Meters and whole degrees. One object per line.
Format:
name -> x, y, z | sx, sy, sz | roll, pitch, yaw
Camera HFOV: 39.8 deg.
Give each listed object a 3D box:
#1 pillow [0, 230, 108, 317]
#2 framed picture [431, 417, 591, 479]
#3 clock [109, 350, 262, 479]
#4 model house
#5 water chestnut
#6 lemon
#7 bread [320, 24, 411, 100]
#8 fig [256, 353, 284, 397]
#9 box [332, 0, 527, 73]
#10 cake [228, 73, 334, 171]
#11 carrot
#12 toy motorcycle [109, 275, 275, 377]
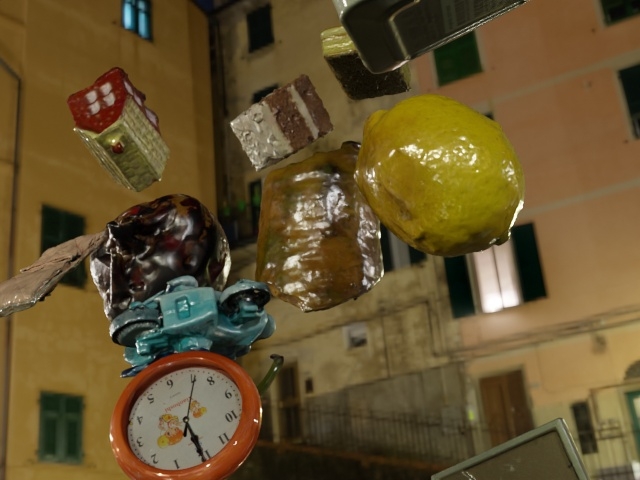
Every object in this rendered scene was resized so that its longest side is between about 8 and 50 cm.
pillow -> -0.427, 0.052, 1.369 | 0.126, 0.043, 0.232 | -16, 19, 24
framed picture -> 0.335, 0.478, 1.360 | 0.247, 0.335, 0.022 | -32, -25, 24
clock -> -0.179, 0.239, 1.176 | 0.205, 0.205, 0.051 | -8, -39, 5
model house -> -0.452, -0.235, 2.007 | 0.160, 0.254, 0.196 | -27, -47, 2
water chestnut -> -0.311, 0.046, 1.713 | 0.289, 0.289, 0.244 | -3, 0, -5
lemon -> 0.178, -0.098, 1.337 | 0.233, 0.288, 0.233 | -44, -18, -18
bread -> 0.119, -0.466, 2.276 | 0.184, 0.110, 0.234 | -7, -25, 17
fig -> -0.164, 0.307, 1.582 | 0.259, 0.151, 0.151 | -24, -12, -31
box -> 0.212, -0.411, 1.436 | 0.373, 0.090, 0.367 | -26, -11, 10
cake -> -0.079, -0.224, 1.697 | 0.147, 0.134, 0.135 | -31, 7, -32
carrot -> 0.000, 0.000, 1.681 | 0.242, 0.340, 0.241 | 2, -19, 1
toy motorcycle -> -0.198, 0.142, 1.410 | 0.260, 0.154, 0.206 | -14, -33, -3
